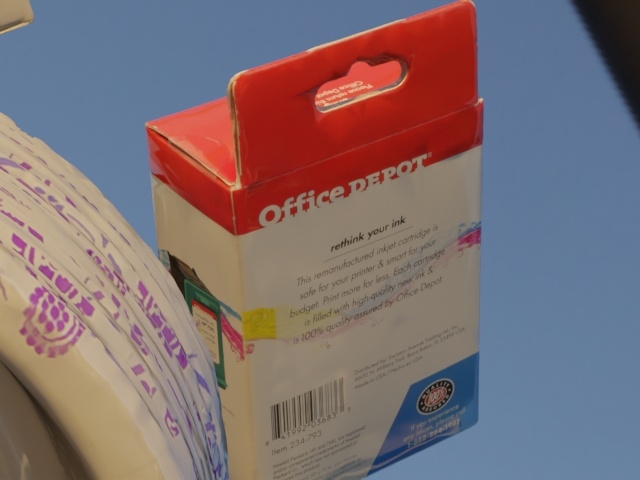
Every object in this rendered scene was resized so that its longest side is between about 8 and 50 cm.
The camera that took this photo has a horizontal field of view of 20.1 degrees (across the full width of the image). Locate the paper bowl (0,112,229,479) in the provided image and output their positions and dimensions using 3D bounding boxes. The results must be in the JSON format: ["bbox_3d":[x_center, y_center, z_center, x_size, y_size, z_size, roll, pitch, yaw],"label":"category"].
[{"bbox_3d":[-0.169,0.075,0.539,0.284,0.148,0.284,0,-66,1],"label":"paper bowl"}]

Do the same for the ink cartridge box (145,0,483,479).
[{"bbox_3d":[0.000,0.000,0.826,0.078,0.134,0.231,35,-43,45],"label":"ink cartridge box"}]

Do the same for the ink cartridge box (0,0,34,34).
[{"bbox_3d":[-0.240,-0.168,0.989,0.176,0.127,0.128,-136,-154,-72],"label":"ink cartridge box"}]
